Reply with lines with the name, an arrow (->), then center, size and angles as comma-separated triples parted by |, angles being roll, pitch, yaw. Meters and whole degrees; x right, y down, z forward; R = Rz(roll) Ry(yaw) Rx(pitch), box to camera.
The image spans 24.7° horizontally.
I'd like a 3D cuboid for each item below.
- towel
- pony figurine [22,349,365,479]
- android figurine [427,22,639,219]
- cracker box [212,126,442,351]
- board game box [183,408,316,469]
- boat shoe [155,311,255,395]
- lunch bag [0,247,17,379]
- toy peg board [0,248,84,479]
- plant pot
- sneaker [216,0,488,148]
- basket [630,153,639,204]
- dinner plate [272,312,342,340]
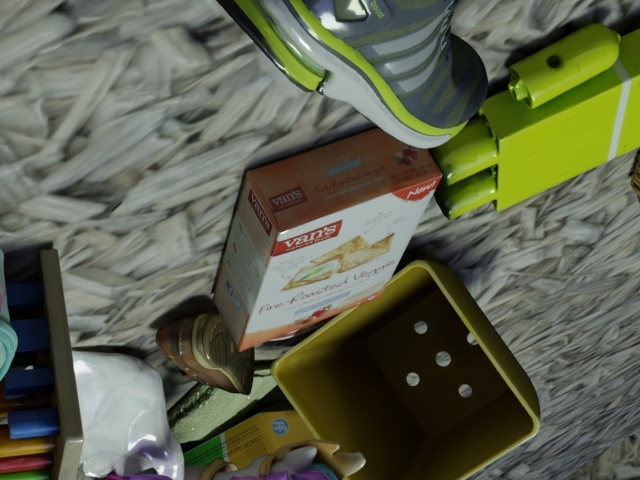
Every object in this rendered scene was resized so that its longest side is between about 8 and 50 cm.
towel -> -0.114, 0.183, 1.612 | 0.110, 0.027, 0.148 | -1, 146, -49
pony figurine -> -0.178, 0.259, 1.430 | 0.363, 0.303, 0.351 | -18, 170, 43
android figurine -> 0.226, -0.111, 1.320 | 0.273, 0.056, 0.248 | -27, 159, -3
cracker box -> 0.000, 0.000, 1.279 | 0.155, 0.067, 0.232 | -20, 157, -21
board game box -> -0.063, 0.276, 1.782 | 0.242, 0.064, 0.316 | -31, 162, 27
boat shoe -> -0.107, 0.109, 1.419 | 0.060, 0.064, 0.178 | -1, 162, 15
lunch bag -> -0.351, 0.084, 0.934 | 0.279, 0.108, 0.224 | -40, 141, 25
toy peg board -> -0.240, 0.116, 1.141 | 0.079, 0.161, 0.161 | -5, 152, -17
plant pot -> 0.112, 0.147, 1.580 | 0.212, 0.212, 0.187 | -37, 176, 20
sneaker -> 0.053, -0.146, 0.964 | 0.121, 0.111, 0.300 | -40, 158, 18
basket -> 0.499, -0.029, 1.511 | 0.223, 0.299, 0.213 | -22, 157, -10
dinner plate -> -0.006, 0.059, 1.477 | 0.141, 0.017, 0.141 | -24, 158, -10
